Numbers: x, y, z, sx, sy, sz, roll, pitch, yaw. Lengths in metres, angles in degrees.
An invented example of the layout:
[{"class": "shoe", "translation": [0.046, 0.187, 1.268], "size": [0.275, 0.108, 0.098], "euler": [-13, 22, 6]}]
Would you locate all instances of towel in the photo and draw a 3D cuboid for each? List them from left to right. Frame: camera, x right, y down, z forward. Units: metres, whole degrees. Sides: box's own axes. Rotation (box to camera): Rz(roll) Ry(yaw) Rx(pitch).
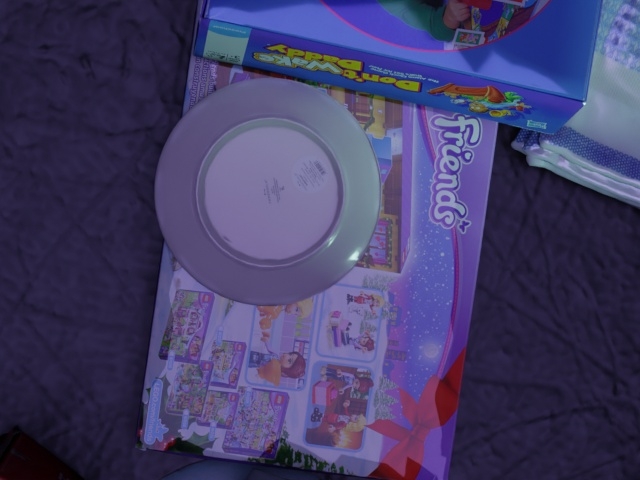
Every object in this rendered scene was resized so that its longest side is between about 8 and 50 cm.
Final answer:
[{"class": "towel", "translation": [0.274, -0.142, 1.203], "size": [0.209, 0.034, 0.285], "euler": [24, 88, -6]}]

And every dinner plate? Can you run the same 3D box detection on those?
[{"class": "dinner plate", "translation": [-0.031, -0.029, 1.119], "size": [0.141, 0.017, 0.141], "euler": [-1, 94, -8]}]

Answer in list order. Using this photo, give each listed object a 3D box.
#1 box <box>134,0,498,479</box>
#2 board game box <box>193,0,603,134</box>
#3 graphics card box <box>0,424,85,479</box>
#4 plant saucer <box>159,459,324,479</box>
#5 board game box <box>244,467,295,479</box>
[{"class": "box", "translation": [0.000, 0.000, 1.164], "size": [0.201, 0.057, 0.293], "euler": [9, 89, -5]}, {"class": "board game box", "translation": [0.070, -0.262, 1.128], "size": [0.233, 0.078, 0.347], "euler": [12, 78, -5]}, {"class": "graphics card box", "translation": [-0.263, 0.290, 1.054], "size": [0.094, 0.233, 0.371], "euler": [38, 86, -5]}, {"class": "plant saucer", "translation": [-0.050, 0.237, 1.172], "size": [0.195, 0.037, 0.195], "euler": [0, 90, -6]}, {"class": "board game box", "translation": [-0.020, 0.325, 1.100], "size": [0.224, 0.097, 0.303], "euler": [34, 78, -15]}]
